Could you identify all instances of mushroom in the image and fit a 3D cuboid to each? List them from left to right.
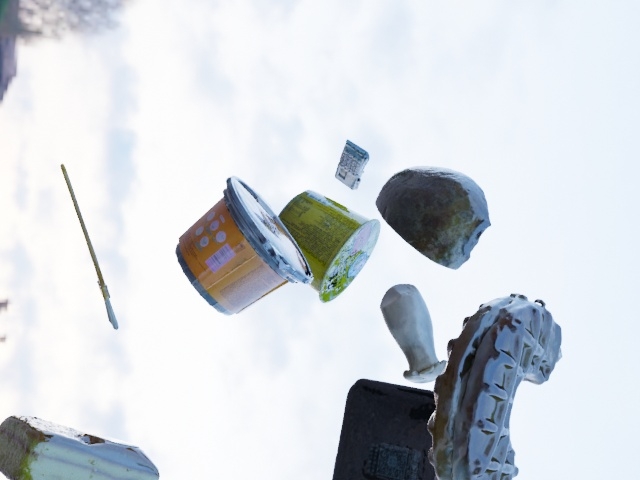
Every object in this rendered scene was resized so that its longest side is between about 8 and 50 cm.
[{"bbox_3d":[0.189,0.191,2.265,0.088,0.097,0.212,-25,-102,57],"label":"mushroom"}]

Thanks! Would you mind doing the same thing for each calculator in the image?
[{"bbox_3d":[0.060,-0.142,2.123,0.018,0.057,0.172,-50,173,-18],"label":"calculator"}]

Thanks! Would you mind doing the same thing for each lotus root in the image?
[{"bbox_3d":[0.257,-0.081,2.595,0.210,0.142,0.314,-62,-146,7],"label":"lotus root"}]

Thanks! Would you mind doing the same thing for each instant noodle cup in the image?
[{"bbox_3d":[-0.110,0.020,1.462,0.125,0.177,0.208,-38,-171,8],"label":"instant noodle cup"},{"bbox_3d":[0.000,0.000,1.989,0.144,0.182,0.182,35,-53,19],"label":"instant noodle cup"}]

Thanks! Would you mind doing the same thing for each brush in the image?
[{"bbox_3d":[-0.367,0.008,1.746,0.103,0.013,0.272,-169,-119,-74],"label":"brush"}]

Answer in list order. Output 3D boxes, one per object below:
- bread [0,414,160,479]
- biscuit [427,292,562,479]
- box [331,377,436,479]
[{"bbox_3d":[-0.407,0.362,1.817,0.184,0.234,0.110,9,-102,56],"label":"bread"},{"bbox_3d":[0.282,0.253,1.801,0.115,0.268,0.366,9,-109,33],"label":"biscuit"},{"bbox_3d":[0.157,0.423,2.101,0.289,0.073,0.290,6,-97,34],"label":"box"}]
